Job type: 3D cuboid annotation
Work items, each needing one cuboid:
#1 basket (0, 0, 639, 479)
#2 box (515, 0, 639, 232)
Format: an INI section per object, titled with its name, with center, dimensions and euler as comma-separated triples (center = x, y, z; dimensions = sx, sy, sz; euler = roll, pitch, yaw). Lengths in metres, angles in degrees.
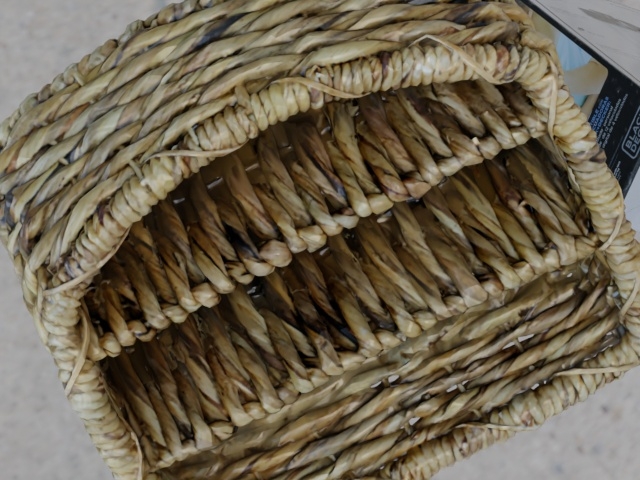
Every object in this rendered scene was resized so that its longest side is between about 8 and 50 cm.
[basket]
center = 0.000, 0.000, 0.940
dimensions = 0.299, 0.213, 0.223
euler = -26, 60, -2
[box]
center = 0.222, -0.093, 1.280
dimensions = 0.087, 0.169, 0.290
euler = -68, 29, 19
